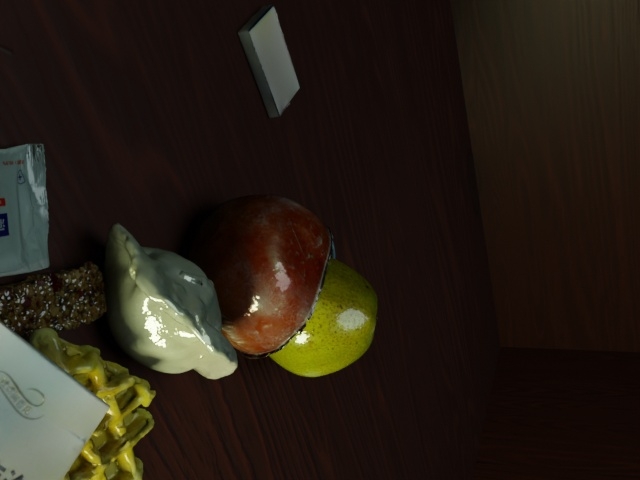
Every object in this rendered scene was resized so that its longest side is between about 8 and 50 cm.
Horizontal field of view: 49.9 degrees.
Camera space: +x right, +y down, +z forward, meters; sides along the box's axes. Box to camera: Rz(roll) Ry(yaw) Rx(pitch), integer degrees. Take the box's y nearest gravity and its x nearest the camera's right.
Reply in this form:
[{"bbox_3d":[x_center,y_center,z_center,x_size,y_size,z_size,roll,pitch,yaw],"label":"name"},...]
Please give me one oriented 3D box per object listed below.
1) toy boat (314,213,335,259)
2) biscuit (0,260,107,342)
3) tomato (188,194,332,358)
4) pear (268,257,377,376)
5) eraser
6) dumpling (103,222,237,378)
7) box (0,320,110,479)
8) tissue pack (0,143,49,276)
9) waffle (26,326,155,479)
[{"bbox_3d":[-0.008,0.034,1.189,0.059,0.069,0.173,-46,135,-68],"label":"toy boat"},{"bbox_3d":[-0.277,0.066,0.640,0.199,0.034,0.064,-23,113,-64],"label":"biscuit"},{"bbox_3d":[-0.096,0.027,0.918,0.155,0.180,0.214,42,41,-34],"label":"tomato"},{"bbox_3d":[-0.011,0.115,1.037,0.198,0.198,0.198,-2,90,-65],"label":"pear"},{"bbox_3d":[-0.079,-0.288,1.110,0.104,0.023,0.151,-64,144,-45],"label":"eraser"},{"bbox_3d":[-0.164,0.083,0.760,0.124,0.151,0.229,-45,135,-23],"label":"dumpling"},{"bbox_3d":[-0.284,0.179,0.492,0.155,0.067,0.243,54,52,-34],"label":"box"},{"bbox_3d":[-0.308,-0.019,0.587,0.193,0.026,0.123,-22,109,-64],"label":"tissue pack"},{"bbox_3d":[-0.260,0.215,0.626,0.261,0.056,0.250,46,57,-54],"label":"waffle"}]
